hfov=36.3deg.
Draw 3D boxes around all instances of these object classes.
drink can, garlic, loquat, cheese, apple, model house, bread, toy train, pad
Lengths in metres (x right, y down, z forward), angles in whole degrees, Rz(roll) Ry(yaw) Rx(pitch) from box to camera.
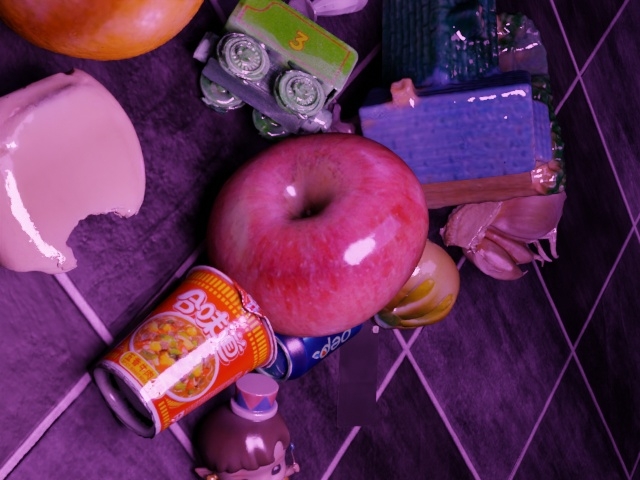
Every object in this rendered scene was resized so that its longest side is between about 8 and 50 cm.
[{"bbox_3d":[-0.024,0.149,1.631,0.205,0.118,0.118,-33,113,-45],"label":"drink can"},{"bbox_3d":[0.401,-0.038,2.058,0.292,0.210,0.237,6,78,-40],"label":"garlic"},{"bbox_3d":[-0.273,-0.401,1.201,0.328,0.359,0.328,10,69,-27],"label":"loquat"},{"bbox_3d":[-0.349,-0.089,1.263,0.266,0.127,0.233,-33,113,-43],"label":"cheese"},{"bbox_3d":[0.000,0.000,1.499,0.269,0.345,0.344,65,42,-56],"label":"apple"},{"bbox_3d":[0.253,-0.280,1.747,0.342,0.335,0.382,47,39,-68],"label":"model house"},{"bbox_3d":[0.176,0.082,1.830,0.261,0.156,0.158,41,58,-39],"label":"bread"},{"bbox_3d":[-0.072,-0.272,1.536,0.243,0.132,0.188,31,60,-10],"label":"toy train"},{"bbox_3d":[0.071,0.251,1.822,0.116,0.004,0.193,9,83,-48],"label":"pad"}]

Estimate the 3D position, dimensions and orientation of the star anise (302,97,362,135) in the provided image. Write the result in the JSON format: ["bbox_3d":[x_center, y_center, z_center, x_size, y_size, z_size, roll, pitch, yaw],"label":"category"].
[{"bbox_3d":[-0.001,-0.167,1.684,0.236,0.093,0.229,-28,110,-44],"label":"star anise"}]

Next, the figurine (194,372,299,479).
[{"bbox_3d":[-0.105,0.341,1.500,0.161,0.158,0.275,-21,106,-25],"label":"figurine"}]

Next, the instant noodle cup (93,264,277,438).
[{"bbox_3d":[-0.201,0.168,1.395,0.212,0.193,0.193,-38,117,-34],"label":"instant noodle cup"}]

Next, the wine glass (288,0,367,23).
[{"bbox_3d":[0.012,-0.422,1.728,0.155,0.073,0.073,-33,113,-40],"label":"wine glass"}]
